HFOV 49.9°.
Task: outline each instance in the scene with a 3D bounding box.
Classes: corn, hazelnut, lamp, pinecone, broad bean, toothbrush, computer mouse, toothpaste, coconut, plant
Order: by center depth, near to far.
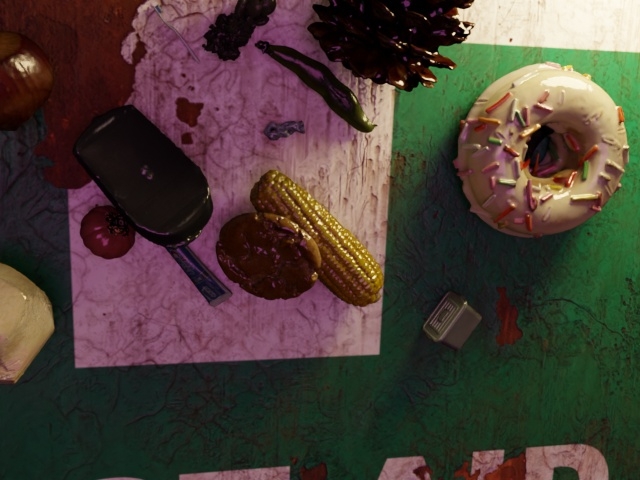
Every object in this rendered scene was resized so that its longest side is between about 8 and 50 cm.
[{"bbox_3d":[-0.586,-0.282,1.211,0.202,0.160,0.170,0,91,26],"label":"hazelnut"},{"bbox_3d":[-0.613,0.164,1.250,0.241,0.241,0.241,-3,103,-11],"label":"coconut"},{"bbox_3d":[0.149,-0.427,1.275,0.298,0.242,0.296,26,98,-10],"label":"pinecone"},{"bbox_3d":[-0.149,-0.414,1.305,0.085,0.087,0.174,44,86,8],"label":"plant"},{"bbox_3d":[-0.273,-0.393,1.314,0.013,0.011,0.131,-32,109,19],"label":"toothbrush"},{"bbox_3d":[-0.333,-0.116,1.319,0.168,0.087,0.295,-43,95,-25],"label":"computer mouse"},{"bbox_3d":[-0.409,-0.016,1.324,0.092,0.107,0.107,-27,111,36],"label":"lamp"},{"bbox_3d":[0.003,-0.316,1.374,0.297,0.043,0.060,37,104,-16],"label":"broad bean"},{"bbox_3d":[0.000,0.000,1.405,0.120,0.120,0.363,-43,109,0],"label":"corn"},{"bbox_3d":[-0.260,0.054,1.407,0.057,0.035,0.197,-33,109,13],"label":"toothpaste"}]

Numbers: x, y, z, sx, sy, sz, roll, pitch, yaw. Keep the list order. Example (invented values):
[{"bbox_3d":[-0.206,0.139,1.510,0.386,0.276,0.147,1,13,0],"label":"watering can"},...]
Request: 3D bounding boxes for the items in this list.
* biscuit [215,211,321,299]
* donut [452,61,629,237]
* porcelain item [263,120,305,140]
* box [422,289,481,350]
[{"bbox_3d":[-0.107,0.037,1.373,0.226,0.042,0.226,9,127,13],"label":"biscuit"},{"bbox_3d":[0.475,-0.185,1.453,0.383,0.142,0.382,-2,102,-11],"label":"donut"},{"bbox_3d":[-0.074,-0.222,1.387,0.083,0.028,0.036,-9,88,-8],"label":"porcelain item"},{"bbox_3d":[0.295,0.182,1.531,0.069,0.084,0.122,33,95,-24],"label":"box"}]
